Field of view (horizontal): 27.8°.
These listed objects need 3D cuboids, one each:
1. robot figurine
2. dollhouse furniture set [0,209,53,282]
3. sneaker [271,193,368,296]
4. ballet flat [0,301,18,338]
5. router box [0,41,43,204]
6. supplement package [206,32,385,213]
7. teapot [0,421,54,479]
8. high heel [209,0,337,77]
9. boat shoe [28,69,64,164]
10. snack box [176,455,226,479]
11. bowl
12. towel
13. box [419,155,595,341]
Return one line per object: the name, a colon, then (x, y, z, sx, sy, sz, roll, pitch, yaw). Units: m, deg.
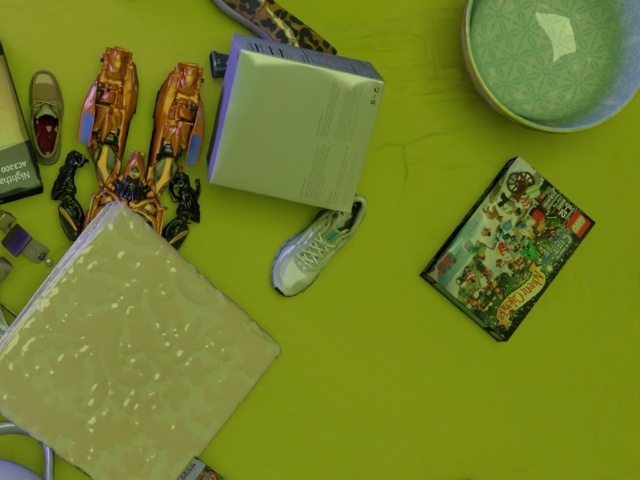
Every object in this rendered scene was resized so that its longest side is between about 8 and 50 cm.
robot figurine: (-0.260, -0.116, 1.815, 0.211, 0.085, 0.291, 10, 83, -10)
dollhouse furniture set: (-0.433, 0.035, 1.796, 0.114, 0.091, 0.081, -51, 140, -3)
sneaker: (0.000, 0.000, 1.861, 0.071, 0.083, 0.191, 40, 79, -7)
ballet flat: (-0.416, 0.143, 1.774, 0.052, 0.057, 0.168, -36, 93, -23)
router box: (-0.559, -0.142, 1.757, 0.308, 0.081, 0.243, -17, 89, -13)
supplement package: (-0.040, -0.166, 1.805, 0.203, 0.149, 0.194, 12, 106, -11)
teapot: (-0.467, 0.370, 1.668, 0.187, 0.256, 0.253, 32, 97, 18)
high heel: (-0.072, -0.365, 1.874, 0.186, 0.093, 0.261, -4, 96, -11)
boat shoe: (-0.383, -0.176, 1.815, 0.050, 0.045, 0.135, -6, 86, -12)
snack box: (-0.178, 0.384, 1.789, 0.141, 0.037, 0.100, -53, 126, -11)
bowl: (0.327, -0.290, 1.919, 0.289, 0.156, 0.290, 1, 84, -12)
towel: (-0.259, 0.166, 1.760, 0.332, 0.053, 0.317, 44, 77, -25)
box: (0.281, 0.013, 1.937, 0.159, 0.044, 0.233, 40, 78, -5)
